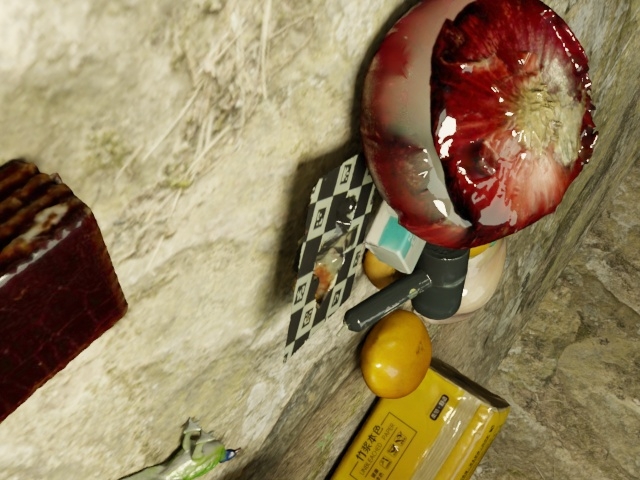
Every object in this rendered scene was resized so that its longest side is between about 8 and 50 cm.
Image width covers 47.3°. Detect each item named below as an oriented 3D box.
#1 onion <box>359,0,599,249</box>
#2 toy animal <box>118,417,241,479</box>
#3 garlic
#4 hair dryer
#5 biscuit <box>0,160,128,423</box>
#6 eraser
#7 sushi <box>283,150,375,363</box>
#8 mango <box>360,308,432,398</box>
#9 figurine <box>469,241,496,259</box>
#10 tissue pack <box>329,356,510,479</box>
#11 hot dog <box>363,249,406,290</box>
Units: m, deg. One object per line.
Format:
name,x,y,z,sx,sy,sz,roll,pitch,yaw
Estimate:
onion,0.143,-0.122,0.765,0.272,0.195,0.272,-3,97,-28
toy animal,-0.156,0.234,0.779,0.217,0.041,0.075,0,121,-59
garlic,0.275,0.070,1.352,0.228,0.110,0.217,-55,160,-6
hair dryer,0.104,0.075,0.947,0.219,0.071,0.124,-28,138,-30
biscuit,-0.266,0.113,0.361,0.388,0.073,0.107,-44,152,-29
eraser,0.127,-0.076,0.893,0.225,0.052,0.095,-65,158,-10
sushi,0.000,0.000,0.774,0.192,0.040,0.210,-38,144,-57
mango,0.126,0.190,1.206,0.217,0.102,0.141,4,110,-67
figurine,0.237,-0.069,1.089,0.222,0.124,0.324,-58,154,9
tissue pack,0.194,0.442,1.499,0.382,0.228,0.293,-58,156,3
hot dog,0.102,0.028,1.016,0.090,0.060,0.140,-56,148,0
